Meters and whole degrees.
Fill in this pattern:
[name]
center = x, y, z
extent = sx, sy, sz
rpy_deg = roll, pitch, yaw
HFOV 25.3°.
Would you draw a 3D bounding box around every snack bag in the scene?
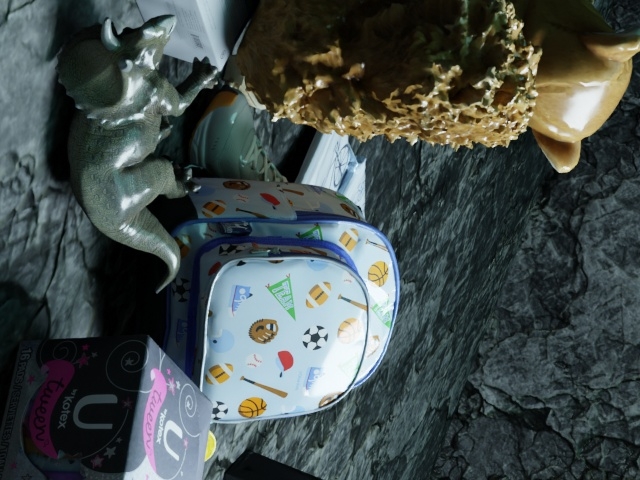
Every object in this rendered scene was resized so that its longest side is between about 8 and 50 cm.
[snack bag]
center = 0.000, 0.000, 1.923
extent = 0.342, 0.037, 0.323
rpy_deg = 85, 22, -52

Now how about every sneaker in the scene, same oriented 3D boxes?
[sneaker]
center = -0.068, -0.064, 1.581
extent = 0.262, 0.121, 0.099
rpy_deg = 85, 29, -51

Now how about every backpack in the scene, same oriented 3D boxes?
[backpack]
center = -0.049, 0.059, 1.495
extent = 0.264, 0.213, 0.276
rpy_deg = -7, 122, -27

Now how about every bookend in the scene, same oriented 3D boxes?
[bookend]
center = -0.060, 0.400, 2.012
extent = 0.072, 0.157, 0.156
rpy_deg = -41, 145, -57

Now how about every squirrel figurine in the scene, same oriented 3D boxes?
[squirrel figurine]
center = 0.128, -0.191, 1.435
extent = 0.281, 0.371, 0.397
rpy_deg = -61, -177, 35

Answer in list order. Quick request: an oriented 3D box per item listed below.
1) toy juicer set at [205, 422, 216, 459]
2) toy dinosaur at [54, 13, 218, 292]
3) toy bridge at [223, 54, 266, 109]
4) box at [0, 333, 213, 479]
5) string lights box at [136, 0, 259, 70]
[toy juicer set]
center = -0.122, 0.179, 1.718
extent = 0.329, 0.090, 0.209
rpy_deg = -54, 155, -45
[toy dinosaur]
center = -0.179, -0.089, 1.295
extent = 0.160, 0.121, 0.313
rpy_deg = -30, 142, -47
[toy bridge]
center = -0.065, -0.182, 1.627
extent = 0.188, 0.026, 0.063
rpy_deg = -23, 130, -66
[box]
center = -0.202, 0.229, 1.298
extent = 0.163, 0.142, 0.247
rpy_deg = 58, 32, -55
[string lights box]
center = -0.082, -0.308, 1.368
extent = 0.133, 0.077, 0.259
rpy_deg = 75, 37, -61
